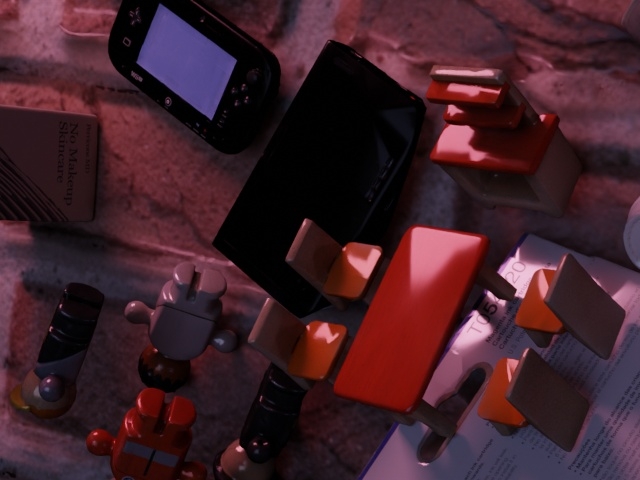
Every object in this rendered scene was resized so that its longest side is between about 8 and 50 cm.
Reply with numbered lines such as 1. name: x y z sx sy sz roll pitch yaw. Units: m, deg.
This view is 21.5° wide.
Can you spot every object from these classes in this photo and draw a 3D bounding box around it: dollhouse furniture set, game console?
1. dollhouse furniture set: 0.091 0.012 1.279 0.262 0.135 0.259 9 66 42
2. game console: -0.071 -0.108 1.494 0.361 0.044 0.213 39 107 31

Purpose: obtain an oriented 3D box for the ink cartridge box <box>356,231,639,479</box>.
1. ink cartridge box: 0.194 0.182 1.222 0.330 0.071 0.324 25 77 47

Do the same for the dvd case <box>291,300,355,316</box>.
1. dvd case: 0.000 0.000 1.475 0.087 0.013 0.119 -17 79 32

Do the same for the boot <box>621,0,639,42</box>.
1. boot: 0.343 -0.154 1.226 0.189 0.076 0.208 -45 61 25

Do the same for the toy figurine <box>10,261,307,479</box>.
1. toy figurine: -0.137 0.137 1.451 0.209 0.213 0.148 44 128 29

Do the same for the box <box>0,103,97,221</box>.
1. box: -0.326 -0.073 1.531 0.094 0.275 0.113 4 93 33

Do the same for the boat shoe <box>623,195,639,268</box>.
1. boat shoe: 0.314 0.004 1.184 0.277 0.096 0.098 -2 119 50
